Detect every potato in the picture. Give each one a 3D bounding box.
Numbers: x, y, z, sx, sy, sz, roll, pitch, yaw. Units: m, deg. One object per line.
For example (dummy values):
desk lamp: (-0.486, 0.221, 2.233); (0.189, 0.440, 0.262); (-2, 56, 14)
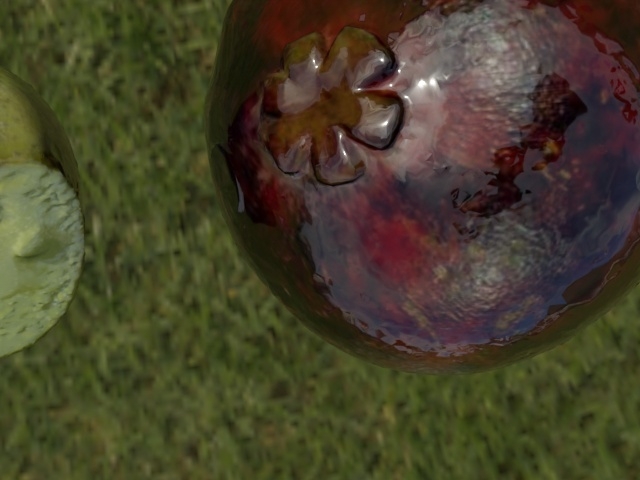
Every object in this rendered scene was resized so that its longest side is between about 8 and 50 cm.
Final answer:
potato: (-0.213, -0.017, 1.194); (0.141, 0.298, 0.176); (-24, 84, -10)

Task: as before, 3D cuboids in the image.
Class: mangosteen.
mangosteen: (0.096, -0.073, 1.234); (0.306, 0.306, 0.359); (-50, 157, 24)
